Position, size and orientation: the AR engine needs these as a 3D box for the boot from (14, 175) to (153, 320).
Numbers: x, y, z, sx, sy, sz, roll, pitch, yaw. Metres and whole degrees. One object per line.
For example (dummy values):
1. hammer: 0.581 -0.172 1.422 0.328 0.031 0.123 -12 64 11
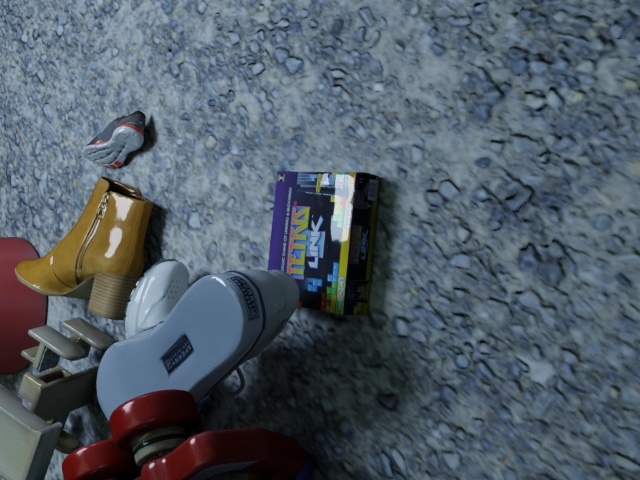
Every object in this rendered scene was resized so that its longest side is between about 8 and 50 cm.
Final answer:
1. boot: -0.384 -0.003 1.406 0.295 0.104 0.211 15 91 39

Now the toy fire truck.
1. toy fire truck: -0.146 0.297 1.027 0.302 0.254 0.169 -42 57 35

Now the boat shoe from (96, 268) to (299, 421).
1. boat shoe: -0.148 0.134 1.089 0.367 0.156 0.136 -43 70 39

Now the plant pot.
1. plant pot: -0.680 0.120 1.571 0.275 0.243 0.275 -4 84 44

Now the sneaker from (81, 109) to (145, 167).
1. sneaker: -0.332 -0.168 1.403 0.158 0.061 0.065 -17 48 41

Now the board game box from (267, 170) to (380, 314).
1. board game box: 0.000 0.000 1.056 0.141 0.048 0.170 4 89 43

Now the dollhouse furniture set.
1. dollhouse furniture set: -0.416 0.266 1.320 0.161 0.242 0.212 28 107 20

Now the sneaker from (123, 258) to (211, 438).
1. sneaker: -0.207 0.175 1.222 0.129 0.111 0.297 4 93 29
